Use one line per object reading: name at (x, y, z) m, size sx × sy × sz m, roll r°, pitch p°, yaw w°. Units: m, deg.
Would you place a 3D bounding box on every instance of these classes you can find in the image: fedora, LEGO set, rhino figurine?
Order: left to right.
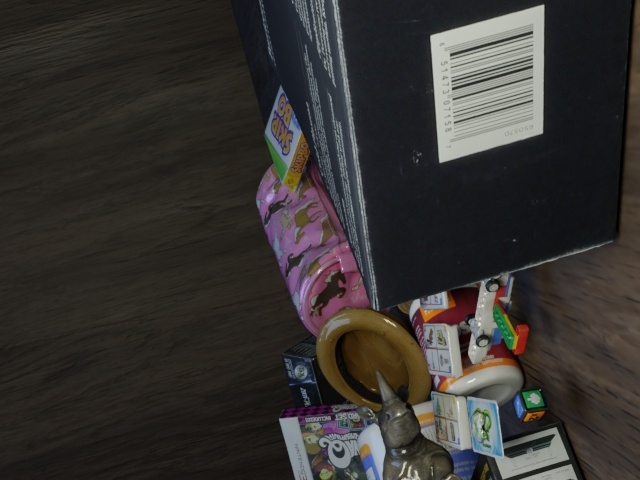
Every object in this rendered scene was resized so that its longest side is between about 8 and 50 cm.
fedora at (0.088, 0.167, 1.787) m, size 0.079 × 0.194 × 0.194 m, roll -51°, pitch -43°, yaw -48°
rhino figurine at (0.096, 0.228, 1.134) m, size 0.106 × 0.073 × 0.243 m, roll -128°, pitch 13°, yaw -75°
LEGO set at (0.148, 0.095, 1.060) m, size 0.244 × 0.060 × 0.182 m, roll 159°, pitch 104°, yaw -77°

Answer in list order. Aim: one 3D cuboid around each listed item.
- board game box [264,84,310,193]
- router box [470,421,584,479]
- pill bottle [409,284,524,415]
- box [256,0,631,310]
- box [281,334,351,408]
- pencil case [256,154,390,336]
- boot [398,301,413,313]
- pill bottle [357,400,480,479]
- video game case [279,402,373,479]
board game box at (-0.035, -0.204, 1.892) m, size 0.259 × 0.039 × 0.124 m, roll 109°, pitch 150°, yaw -43°
router box at (0.219, 0.340, 1.168) m, size 0.309 × 0.081 × 0.243 m, roll 86°, pitch 167°, yaw -64°
pill bottle at (0.141, 0.094, 1.221) m, size 0.086 × 0.086 × 0.152 m, roll 83°, pitch 169°, yaw -57°
box at (0.057, -0.194, 0.794) m, size 0.343 × 0.179 × 0.312 m, roll 80°, pitch 171°, yaw -45°
box at (0.038, 0.221, 2.028) m, size 0.077 × 0.180 × 0.147 m, roll 6°, pitch 116°, yaw 47°
pencil case at (0.000, 0.000, 1.957) m, size 0.160 × 0.167 × 0.386 m, roll 49°, pitch -173°, yaw -31°
boot at (0.098, -0.027, 1.397) m, size 0.152 × 0.073 × 0.197 m, roll -121°, pitch 29°, yaw -65°
pill bottle at (0.153, 0.341, 1.449) m, size 0.152 × 0.152 × 0.272 m, roll 88°, pitch 165°, yaw -67°
video game case at (0.067, 0.359, 1.948) m, size 0.042 × 0.232 × 0.210 m, roll -59°, pitch -41°, yaw -64°
